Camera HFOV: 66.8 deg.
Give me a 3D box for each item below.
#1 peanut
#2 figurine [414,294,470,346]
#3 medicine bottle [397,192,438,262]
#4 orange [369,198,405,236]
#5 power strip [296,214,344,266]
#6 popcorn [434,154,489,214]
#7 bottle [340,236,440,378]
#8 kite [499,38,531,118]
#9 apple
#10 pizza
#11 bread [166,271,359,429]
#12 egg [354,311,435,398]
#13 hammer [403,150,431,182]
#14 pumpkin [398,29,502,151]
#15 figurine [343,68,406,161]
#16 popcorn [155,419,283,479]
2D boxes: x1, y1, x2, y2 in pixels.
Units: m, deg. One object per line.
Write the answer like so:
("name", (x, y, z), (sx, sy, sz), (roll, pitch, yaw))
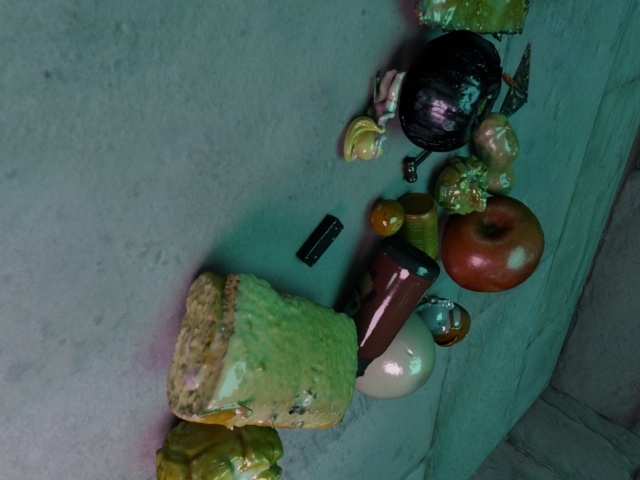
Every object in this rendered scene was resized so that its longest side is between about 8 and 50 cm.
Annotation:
("peanut", (0.458, -0.217, 1.275), (0.101, 0.117, 0.263), (-27, 137, -8))
("figurine", (0.339, 0.216, 1.408), (0.271, 0.143, 0.143), (46, 75, -25))
("medicine bottle", (0.231, -0.012, 1.160), (0.096, 0.096, 0.192), (-37, 136, -27))
("orange", (0.145, -0.051, 1.062), (0.083, 0.070, 0.083), (-33, 149, -23))
("power strip", (0.000, 0.000, 0.966), (0.111, 0.029, 0.038), (-50, 141, -10))
("popcorn", (0.345, -0.132, 1.202), (0.141, 0.162, 0.135), (-16, 163, -15))
("bottle", (0.126, 0.166, 1.099), (0.144, 0.144, 0.336), (10, 114, -50))
("kite", (0.530, -0.416, 1.312), (0.189, 0.009, 0.232), (11, 103, -49))
("apple", (0.454, 0.007, 1.292), (0.272, 0.251, 0.206), (-21, 134, 1))
("pizza", (0.347, -0.568, 0.965), (0.392, 0.080, 0.435), (16, 101, -51))
("bread", (-0.080, 0.213, 0.862), (0.375, 0.165, 0.236), (32, 59, -50))
("egg", (0.205, 0.326, 1.268), (0.264, 0.174, 0.286), (-34, 140, -16))
("hammer", (0.292, -0.239, 1.148), (0.292, 0.029, 0.058), (-42, 139, -25))
("pumpkin", (0.246, -0.285, 0.936), (0.233, 0.163, 0.233), (-49, 156, -30))
("figurine", (0.100, -0.231, 0.909), (0.083, 0.083, 0.187), (3, 116, -48))
("popcorn", (-0.179, 0.393, 0.872), (0.221, 0.204, 0.184), (-4, 98, -20))
